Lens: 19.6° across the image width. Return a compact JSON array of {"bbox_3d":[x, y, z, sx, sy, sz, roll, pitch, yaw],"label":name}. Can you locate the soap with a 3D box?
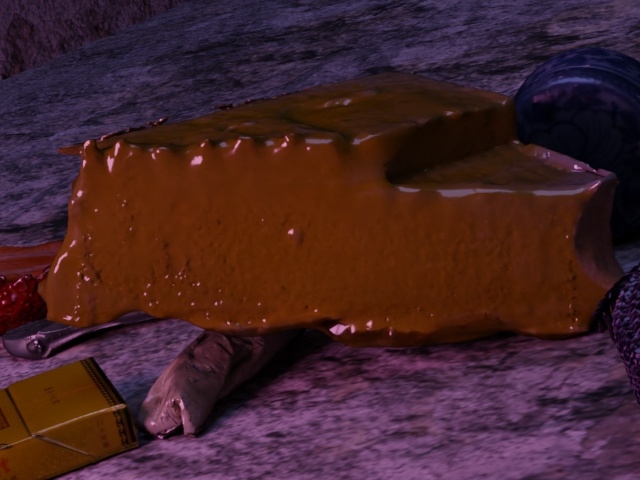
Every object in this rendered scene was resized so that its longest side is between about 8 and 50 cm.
[{"bbox_3d":[0.000,0.000,1.330,0.339,0.169,0.304,-15,21,-28],"label":"soap"}]

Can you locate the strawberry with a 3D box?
[{"bbox_3d":[-0.280,0.041,1.762,0.187,0.082,0.146,-9,20,2],"label":"strawberry"}]

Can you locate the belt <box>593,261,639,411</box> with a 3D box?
[{"bbox_3d":[0.301,0.050,1.012,0.260,0.122,0.325,-23,16,-8],"label":"belt"}]

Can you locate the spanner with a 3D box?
[{"bbox_3d":[-0.133,0.058,1.642,0.325,0.026,0.093,-12,16,14],"label":"spanner"}]

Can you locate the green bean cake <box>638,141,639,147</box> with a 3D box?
[{"bbox_3d":[0.357,-0.116,1.335,0.233,0.124,0.236,-35,-17,-35],"label":"green bean cake"}]

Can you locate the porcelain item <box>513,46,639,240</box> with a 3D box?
[{"bbox_3d":[0.218,-0.076,1.518,0.147,0.147,0.114,-11,17,20],"label":"porcelain item"}]

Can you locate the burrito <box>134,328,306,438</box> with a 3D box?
[{"bbox_3d":[-0.065,0.084,1.422,0.058,0.063,0.229,30,39,11],"label":"burrito"}]

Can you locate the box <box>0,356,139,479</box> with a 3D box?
[{"bbox_3d":[-0.283,0.166,1.377,0.279,0.041,0.153,-20,14,-13],"label":"box"}]
